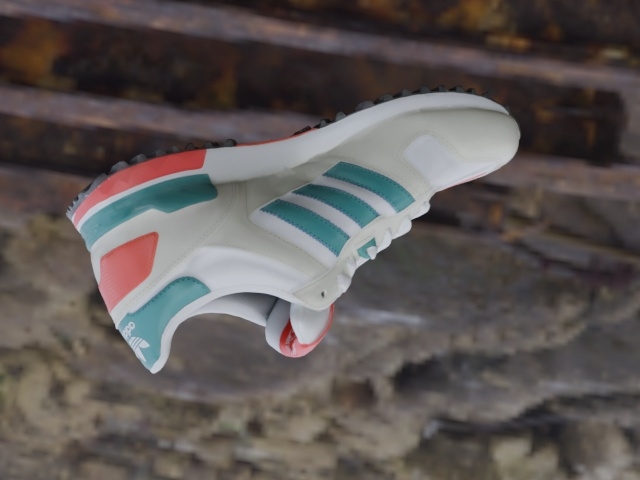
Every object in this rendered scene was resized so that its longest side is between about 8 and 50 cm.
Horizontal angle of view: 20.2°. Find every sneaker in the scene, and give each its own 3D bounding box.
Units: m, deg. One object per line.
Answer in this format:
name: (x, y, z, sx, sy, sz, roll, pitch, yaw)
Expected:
sneaker: (0.000, 0.000, 0.610, 0.161, 0.075, 0.057, -14, 165, -20)
